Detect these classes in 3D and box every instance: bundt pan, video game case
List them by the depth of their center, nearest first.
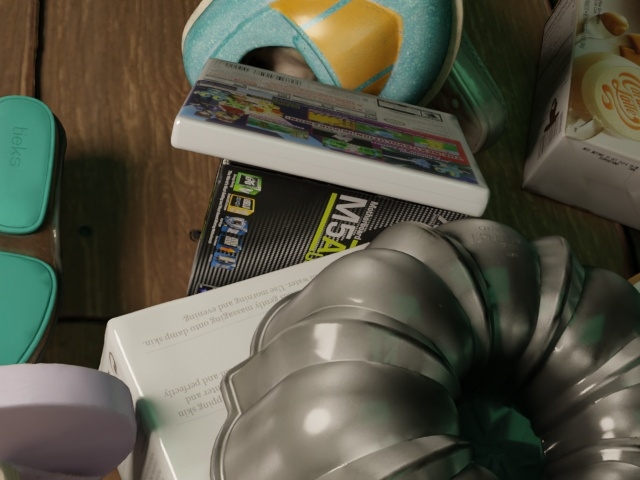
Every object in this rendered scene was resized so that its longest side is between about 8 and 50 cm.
[{"bbox_3d":[0.108,0.121,0.584,0.331,0.124,0.330,11,54,-16],"label":"bundt pan"},{"bbox_3d":[0.008,-0.077,0.688,0.201,0.023,0.183,13,22,-5],"label":"video game case"}]

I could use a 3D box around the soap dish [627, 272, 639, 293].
[{"bbox_3d":[0.376,0.138,0.828,0.229,0.118,0.290,-26,69,-21],"label":"soap dish"}]

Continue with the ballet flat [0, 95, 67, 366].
[{"bbox_3d":[-0.240,0.019,0.745,0.095,0.096,0.280,12,54,-14],"label":"ballet flat"}]

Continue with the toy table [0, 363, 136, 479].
[{"bbox_3d":[-0.227,0.196,0.564,0.274,0.252,0.160,-27,55,13],"label":"toy table"}]

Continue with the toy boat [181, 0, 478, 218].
[{"bbox_3d":[0.037,-0.111,0.845,0.318,0.268,0.148,51,36,-17],"label":"toy boat"}]

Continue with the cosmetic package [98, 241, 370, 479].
[{"bbox_3d":[0.014,0.215,0.662,0.217,0.156,0.384,-15,65,-24],"label":"cosmetic package"}]

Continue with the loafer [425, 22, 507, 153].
[{"bbox_3d":[0.103,-0.221,0.992,0.112,0.112,0.319,-18,62,-22],"label":"loafer"}]

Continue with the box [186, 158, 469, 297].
[{"bbox_3d":[0.000,0.000,0.773,0.184,0.190,0.045,14,52,-9],"label":"box"}]

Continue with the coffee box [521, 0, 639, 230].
[{"bbox_3d":[0.303,-0.149,1.014,0.141,0.098,0.246,20,56,-5],"label":"coffee box"}]
